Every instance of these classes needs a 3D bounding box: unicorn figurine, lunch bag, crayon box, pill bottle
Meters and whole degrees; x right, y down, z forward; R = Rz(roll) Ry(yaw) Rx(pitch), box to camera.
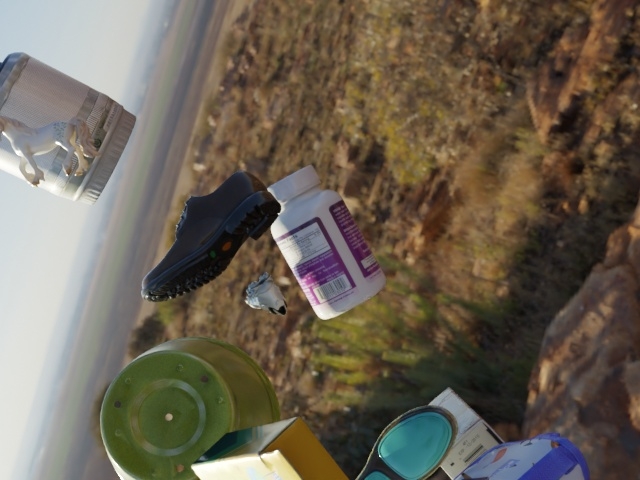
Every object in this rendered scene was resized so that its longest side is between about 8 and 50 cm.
[{"bbox_3d":[-0.405,-0.136,1.279,0.060,0.162,0.111,-12,95,69],"label":"unicorn figurine"},{"bbox_3d":[0.263,0.505,1.424,0.239,0.328,0.385,39,147,31],"label":"lunch bag"},{"bbox_3d":[-0.038,0.348,1.211,0.081,0.202,0.318,-39,5,-30],"label":"crayon box"},{"bbox_3d":[0.000,0.000,1.891,0.301,0.169,0.169,61,162,-2],"label":"pill bottle"}]

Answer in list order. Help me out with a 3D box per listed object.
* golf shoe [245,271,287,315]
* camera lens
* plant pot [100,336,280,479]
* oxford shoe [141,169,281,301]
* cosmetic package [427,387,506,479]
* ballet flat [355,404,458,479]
[{"bbox_3d":[-0.105,0.127,1.831,0.069,0.086,0.176,-40,-9,-7],"label":"golf shoe"},{"bbox_3d":[-0.522,-0.215,1.727,0.219,0.274,0.219,-53,20,30],"label":"camera lens"},{"bbox_3d":[-0.267,0.346,1.717,0.353,0.366,0.366,89,-167,-77],"label":"plant pot"},{"bbox_3d":[-0.161,-0.005,1.209,0.227,0.083,0.096,-41,65,7],"label":"oxford shoe"},{"bbox_3d":[0.307,0.433,1.903,0.129,0.153,0.296,-43,7,-2],"label":"cosmetic package"},{"bbox_3d":[0.150,0.426,1.711,0.348,0.123,0.123,-57,20,23],"label":"ballet flat"}]
